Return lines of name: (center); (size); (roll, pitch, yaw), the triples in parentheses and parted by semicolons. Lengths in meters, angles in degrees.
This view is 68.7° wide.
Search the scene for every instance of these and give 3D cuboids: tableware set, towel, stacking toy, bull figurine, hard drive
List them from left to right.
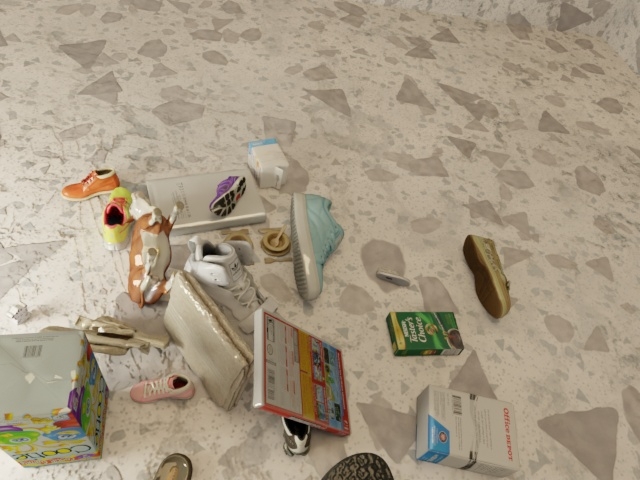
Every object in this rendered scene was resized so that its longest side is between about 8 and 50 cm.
stacking toy: (-0.644, 0.249, 0.981); (0.167, 0.052, 0.221); (27, 51, 10)
bull figurine: (-0.411, 0.005, 1.147); (0.101, 0.188, 0.311); (8, 64, -37)
hard drive: (-0.334, -0.116, 1.367); (0.307, 0.040, 0.203); (-10, 54, -21)
towel: (-0.246, 0.214, 1.013); (0.049, 0.187, 0.282); (-18, 56, -44)
tableware set: (-0.176, 0.004, 1.306); (0.194, 0.039, 0.128); (-4, 52, -17)

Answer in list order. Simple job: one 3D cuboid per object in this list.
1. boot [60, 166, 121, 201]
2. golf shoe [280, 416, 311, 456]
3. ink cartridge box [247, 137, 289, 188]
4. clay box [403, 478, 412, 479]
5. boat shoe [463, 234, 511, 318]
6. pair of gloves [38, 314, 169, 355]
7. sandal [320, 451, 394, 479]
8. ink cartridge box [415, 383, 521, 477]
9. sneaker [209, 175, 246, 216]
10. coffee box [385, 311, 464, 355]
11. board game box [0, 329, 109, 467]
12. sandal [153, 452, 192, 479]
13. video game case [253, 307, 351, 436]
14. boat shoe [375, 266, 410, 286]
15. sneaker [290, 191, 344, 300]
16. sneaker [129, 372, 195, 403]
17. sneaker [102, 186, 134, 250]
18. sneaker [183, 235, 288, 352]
boot: (-0.644, -0.161, 1.303); (0.157, 0.085, 0.059); (-18, 59, -24)
golf shoe: (-0.056, 0.353, 1.008); (0.077, 0.094, 0.198); (-7, 51, -18)
ink cartridge box: (-0.164, -0.237, 1.475); (0.089, 0.092, 0.143); (-12, 54, -22)
clay box: (0.158, 0.572, 0.852); (0.053, 0.127, 0.222); (10, 50, -4)
boat shoe: (0.496, 0.094, 1.349); (0.089, 0.105, 0.285); (2, 50, -9)
pair of gloves: (-0.433, 0.194, 0.978); (0.204, 0.240, 0.042); (14, 84, -2)
sandal: (0.027, 0.608, 0.824); (0.167, 0.107, 0.446); (16, 62, -1)
ink cartridge box: (0.323, 0.425, 1.043); (0.203, 0.086, 0.148); (14, 49, -2)
sneaker: (-0.274, -0.129, 1.337); (0.071, 0.068, 0.170); (10, 39, 15)
coffee box: (0.270, 0.241, 1.213); (0.184, 0.040, 0.113); (3, 50, -11)
board game box: (-0.480, 0.291, 0.835); (0.144, 0.275, 0.142); (-1, 52, -14)
sandal: (-0.288, 0.498, 0.852); (0.089, 0.060, 0.219); (14, 49, -2)
video game case: (-0.035, 0.285, 0.996); (0.285, 0.025, 0.204); (36, 35, -40)
boat shoe: (0.208, 0.099, 1.323); (0.100, 0.035, 0.035); (16, 51, 9)
sneaker: (0.000, 0.000, 1.290); (0.150, 0.135, 0.366); (1, 52, -9)
sneaker: (-0.336, 0.309, 0.993); (0.134, 0.070, 0.051); (2, 52, -11)
sneaker: (-0.538, -0.078, 1.251); (0.081, 0.094, 0.209); (-4, 50, -14)
sneaker: (-0.175, 0.136, 1.071); (0.365, 0.210, 0.137); (28, 37, 12)
